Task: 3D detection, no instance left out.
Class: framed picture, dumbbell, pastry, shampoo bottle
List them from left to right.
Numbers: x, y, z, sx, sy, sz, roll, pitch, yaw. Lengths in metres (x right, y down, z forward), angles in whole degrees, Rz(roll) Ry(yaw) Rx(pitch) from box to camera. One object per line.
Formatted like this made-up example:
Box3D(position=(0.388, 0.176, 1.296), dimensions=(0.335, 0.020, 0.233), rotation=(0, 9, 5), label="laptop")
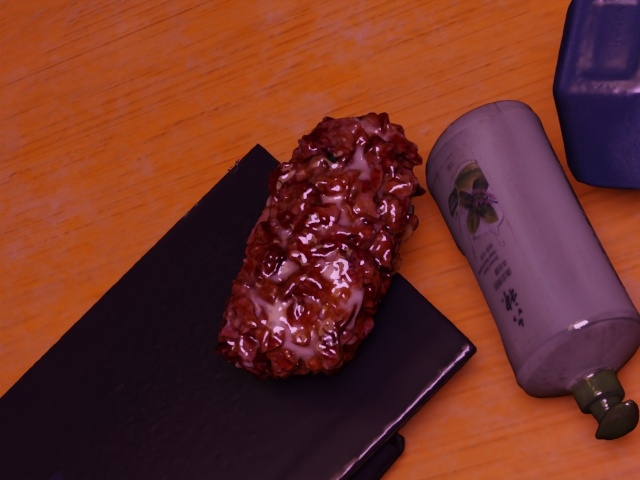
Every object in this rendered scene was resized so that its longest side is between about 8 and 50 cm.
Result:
Box3D(position=(-0.089, 0.117, 0.964), dimensions=(0.338, 0.014, 0.255), rotation=(-45, 58, -3), label="framed picture")
Box3D(position=(0.002, 0.001, 0.920), dimensions=(0.115, 0.097, 0.208), rotation=(19, 72, 18), label="pastry")
Box3D(position=(0.151, 0.028, 0.894), dimensions=(0.087, 0.118, 0.234), rotation=(-14, 60, -13), label="shampoo bottle")
Box3D(position=(0.320, -0.099, 0.847), dimensions=(0.325, 0.160, 0.144), rotation=(6, 104, 27), label="dumbbell")

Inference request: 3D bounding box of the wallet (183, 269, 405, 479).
Box3D(position=(-0.142, 0.236, 0.984), dimensions=(0.228, 0.062, 0.406), rotation=(39, 89, 33), label="wallet")
